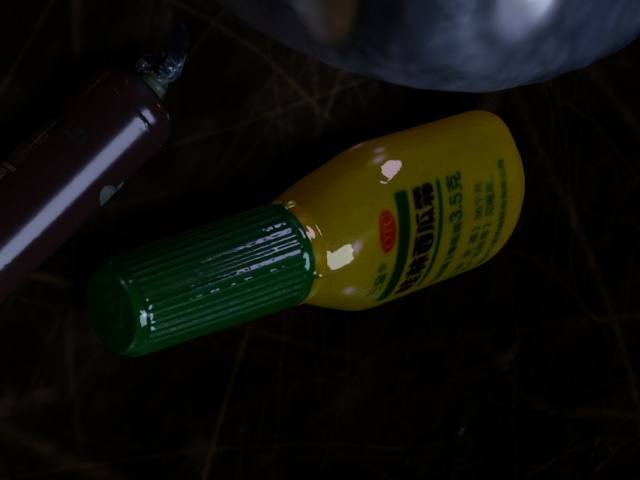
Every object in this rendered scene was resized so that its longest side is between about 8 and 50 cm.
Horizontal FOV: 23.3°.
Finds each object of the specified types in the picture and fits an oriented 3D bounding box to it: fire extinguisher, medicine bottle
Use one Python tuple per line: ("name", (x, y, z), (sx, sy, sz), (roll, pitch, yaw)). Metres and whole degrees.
("fire extinguisher", (-0.110, -0.024, 0.645), (0.158, 0.043, 0.064), (-46, 173, -13))
("medicine bottle", (0.000, 0.000, 0.772), (0.261, 0.064, 0.095), (-18, 130, -39))

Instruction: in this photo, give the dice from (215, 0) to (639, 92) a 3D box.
("dice", (0.048, -0.173, 0.590), (0.183, 0.181, 0.182), (-21, 131, -41))
